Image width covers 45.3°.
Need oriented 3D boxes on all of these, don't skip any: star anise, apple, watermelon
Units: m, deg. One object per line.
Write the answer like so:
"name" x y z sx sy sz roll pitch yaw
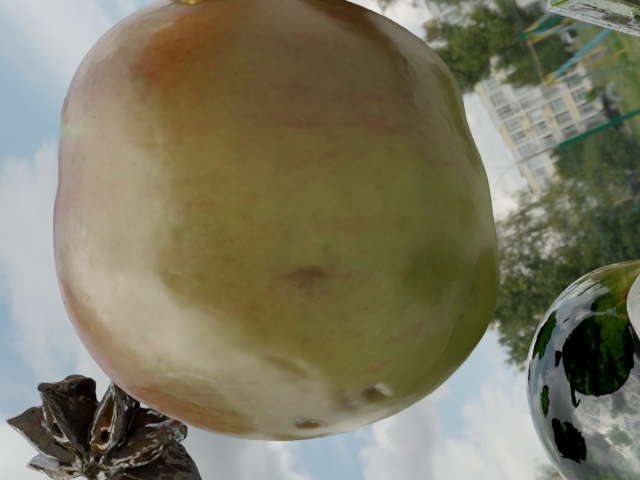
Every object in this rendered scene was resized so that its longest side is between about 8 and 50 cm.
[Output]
"star anise" -0.339 0.327 1.232 0.331 0.332 0.117 54 -153 -29
"apple" -0.025 -0.026 0.580 0.338 0.305 0.338 -2 -90 -85
"watermelon" 0.312 0.129 0.660 0.269 0.269 0.269 50 -153 -37

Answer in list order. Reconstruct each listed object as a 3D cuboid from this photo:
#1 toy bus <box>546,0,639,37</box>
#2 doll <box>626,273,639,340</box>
"toy bus" 0.388 -0.257 0.805 0.139 0.302 0.113 -157 79 -76
"doll" 0.287 0.098 0.413 0.252 0.111 0.237 21 -162 -39
